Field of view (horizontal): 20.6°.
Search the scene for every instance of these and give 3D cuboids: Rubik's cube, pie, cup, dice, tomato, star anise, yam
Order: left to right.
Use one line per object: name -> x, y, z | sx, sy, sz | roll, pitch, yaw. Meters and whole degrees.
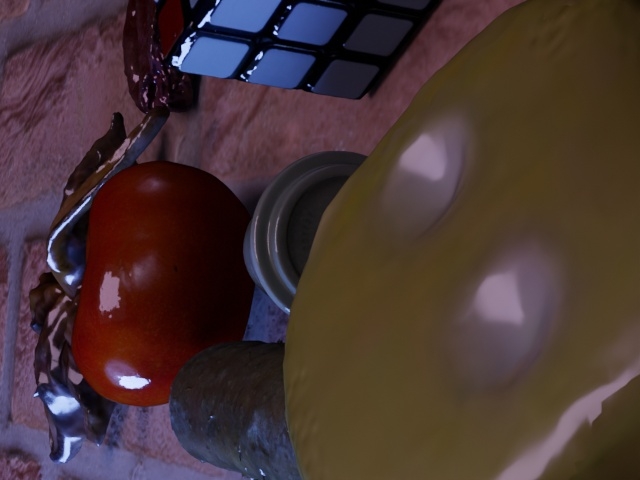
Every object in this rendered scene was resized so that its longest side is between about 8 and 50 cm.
star anise -> -0.207, 0.039, 1.613 | 0.349, 0.109, 0.292 | -35, 62, 57
tomato -> -0.122, 0.035, 1.392 | 0.195, 0.136, 0.195 | -171, 90, -83
pie -> -0.120, -0.217, 1.557 | 0.218, 0.054, 0.204 | 160, 113, -63
yam -> -0.021, 0.122, 1.226 | 0.259, 0.106, 0.106 | 2, 86, 63
Rubik's cube -> -0.018, -0.214, 1.226 | 0.163, 0.160, 0.162 | -51, 40, 47
cup -> 0.000, 0.000, 1.211 | 0.141, 0.120, 0.120 | 179, 96, -75
dice -> 0.140, 0.056, 0.705 | 0.227, 0.238, 0.233 | -49, 31, 20
